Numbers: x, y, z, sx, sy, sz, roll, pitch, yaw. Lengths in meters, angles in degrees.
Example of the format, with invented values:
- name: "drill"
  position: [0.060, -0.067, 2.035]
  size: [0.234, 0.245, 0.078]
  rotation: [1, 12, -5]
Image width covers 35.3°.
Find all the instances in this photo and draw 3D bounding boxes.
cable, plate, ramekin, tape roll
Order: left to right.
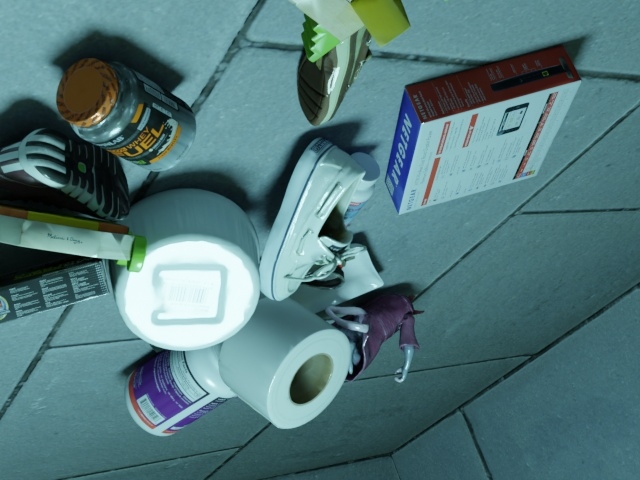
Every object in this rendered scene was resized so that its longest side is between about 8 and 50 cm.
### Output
- name: "ramekin"
  position: [-0.234, 0.059, 1.754]
  size: [0.277, 0.135, 0.277]
  rotation: [-6, 123, -10]
- name: "tape roll"
  position: [-0.076, 0.261, 2.184]
  size: [0.246, 0.169, 0.246]
  rotation: [-28, 133, -35]
- name: "cable"
  position: [-0.064, 0.061, 2.115]
  size: [0.287, 0.072, 0.139]
  rotation: [-17, 126, 9]
- name: "plate"
  position: [-0.010, 0.095, 2.276]
  size: [0.278, 0.045, 0.277]
  rotation: [-23, 157, 5]

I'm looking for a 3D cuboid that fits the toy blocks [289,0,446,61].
- name: "toy blocks"
  position: [0.047, -0.398, 1.139]
  size: [0.381, 0.190, 0.261]
  rotation: [-32, 143, 25]

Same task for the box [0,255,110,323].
- name: "box"
  position: [-0.500, 0.086, 1.715]
  size: [0.270, 0.060, 0.216]
  rotation: [-16, -173, -11]

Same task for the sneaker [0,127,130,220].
- name: "sneaker"
  position: [-0.412, -0.092, 1.515]
  size: [0.163, 0.106, 0.281]
  rotation: [-9, 162, 16]

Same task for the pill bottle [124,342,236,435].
- name: "pill bottle"
  position: [-0.296, 0.317, 2.351]
  size: [0.323, 0.181, 0.181]
  rotation: [-34, 153, 28]

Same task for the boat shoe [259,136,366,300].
- name: "boat shoe"
  position: [0.005, -0.005, 1.817]
  size: [0.136, 0.156, 0.367]
  rotation: [-41, 158, -51]

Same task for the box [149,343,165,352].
- name: "box"
  position: [-0.336, 0.199, 2.212]
  size: [0.083, 0.062, 0.052]
  rotation: [-21, 155, -1]

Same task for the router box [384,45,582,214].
- name: "router box"
  position: [0.286, -0.194, 1.848]
  size: [0.301, 0.082, 0.335]
  rotation: [-16, 156, -11]

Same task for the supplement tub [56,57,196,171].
- name: "supplement tub"
  position: [-0.269, -0.175, 1.395]
  size: [0.117, 0.117, 0.190]
  rotation: [-29, 155, 19]

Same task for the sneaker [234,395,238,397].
- name: "sneaker"
  position: [-0.177, 0.304, 2.497]
  size: [0.305, 0.152, 0.114]
  rotation: [-16, 123, 45]

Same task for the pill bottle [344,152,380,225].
- name: "pill bottle"
  position: [0.046, -0.091, 1.867]
  size: [0.087, 0.087, 0.160]
  rotation: [-6, 152, -31]

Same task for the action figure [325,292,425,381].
- name: "action figure"
  position: [0.117, 0.199, 2.466]
  size: [0.370, 0.248, 0.275]
  rotation: [-30, 134, -38]

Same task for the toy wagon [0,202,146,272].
- name: "toy wagon"
  position: [-0.420, -0.012, 1.550]
  size: [0.267, 0.068, 0.344]
  rotation: [10, -179, -20]

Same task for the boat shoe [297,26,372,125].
- name: "boat shoe"
  position: [0.034, -0.264, 1.484]
  size: [0.095, 0.095, 0.257]
  rotation: [-18, 157, -20]
